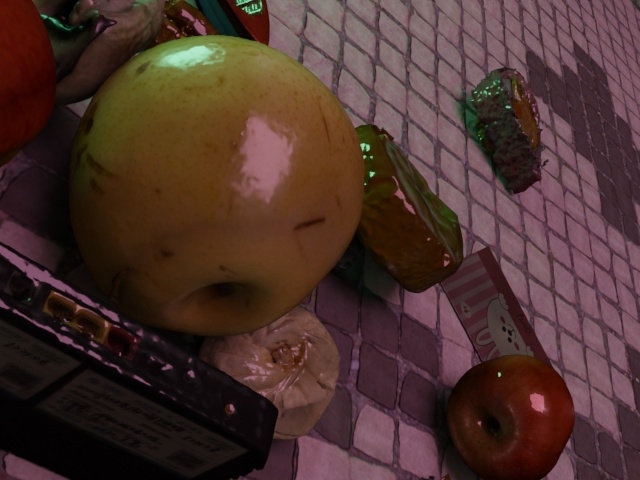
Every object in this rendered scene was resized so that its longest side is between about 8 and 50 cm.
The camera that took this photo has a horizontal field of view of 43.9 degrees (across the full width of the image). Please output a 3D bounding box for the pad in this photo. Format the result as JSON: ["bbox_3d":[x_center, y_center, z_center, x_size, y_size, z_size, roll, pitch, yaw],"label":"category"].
[{"bbox_3d":[0.312,0.162,1.344,0.202,0.005,0.300,-18,79,-51],"label":"pad"}]

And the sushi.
[{"bbox_3d":[0.388,-0.229,1.604,0.161,0.107,0.241,-36,101,-51],"label":"sushi"}]

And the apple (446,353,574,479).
[{"bbox_3d":[0.271,0.249,1.119,0.199,0.199,0.199,26,49,-33],"label":"apple"}]

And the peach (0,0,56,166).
[{"bbox_3d":[-0.358,-0.164,0.659,0.281,0.238,0.281,50,19,-25],"label":"peach"}]

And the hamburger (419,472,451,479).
[{"bbox_3d":[0.180,0.377,0.992,0.164,0.093,0.189,53,37,-5],"label":"hamburger"}]

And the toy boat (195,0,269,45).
[{"bbox_3d":[-0.159,-0.427,1.179,0.136,0.079,0.392,4,61,-48],"label":"toy boat"}]

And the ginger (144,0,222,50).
[{"bbox_3d":[-0.166,-0.254,1.060,0.162,0.073,0.103,37,44,-25],"label":"ginger"}]

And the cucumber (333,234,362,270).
[{"bbox_3d":[0.001,0.001,1.078,0.112,0.064,0.064,18,53,-39],"label":"cucumber"}]

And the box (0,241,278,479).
[{"bbox_3d":[-0.223,0.113,0.648,0.350,0.211,0.058,37,41,-26],"label":"box"}]

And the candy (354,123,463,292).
[{"bbox_3d":[0.106,-0.047,1.128,0.260,0.118,0.260,50,14,-17],"label":"candy"}]

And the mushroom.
[{"bbox_3d":[-0.273,-0.254,0.870,0.267,0.189,0.164,49,17,26],"label":"mushroom"}]

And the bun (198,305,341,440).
[{"bbox_3d":[-0.051,0.141,0.891,0.188,0.111,0.164,9,62,-47],"label":"bun"}]

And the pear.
[{"bbox_3d":[-0.104,-0.052,0.814,0.309,0.309,0.309,26,49,-33],"label":"pear"}]
